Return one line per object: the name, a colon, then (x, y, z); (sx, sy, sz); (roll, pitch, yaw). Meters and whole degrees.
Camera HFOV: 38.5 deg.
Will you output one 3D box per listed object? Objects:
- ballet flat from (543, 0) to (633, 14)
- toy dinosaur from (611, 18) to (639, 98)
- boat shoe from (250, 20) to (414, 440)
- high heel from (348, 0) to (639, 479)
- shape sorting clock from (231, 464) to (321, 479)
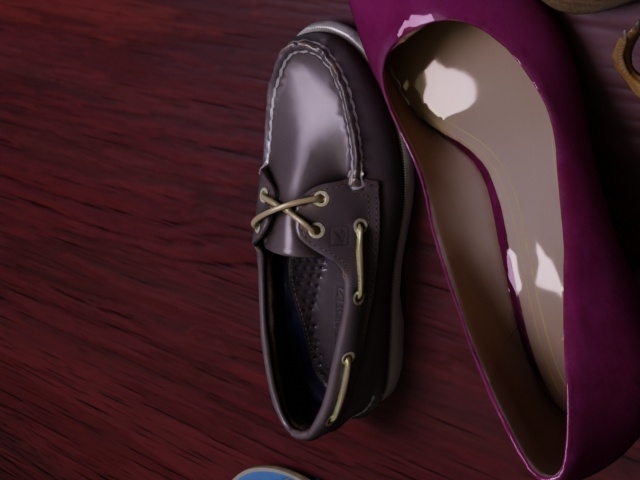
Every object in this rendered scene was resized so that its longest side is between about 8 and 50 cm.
ballet flat: (0.217, -0.220, 0.435); (0.342, 0.124, 0.116); (-27, 90, 41)
toy dinosaur: (0.223, -0.083, 0.527); (0.112, 0.064, 0.211); (41, 128, 16)
boat shoe: (0.000, 0.000, 0.707); (0.117, 0.097, 0.324); (12, 115, 33)
high heel: (0.095, -0.046, 0.560); (0.127, 0.181, 0.377); (-39, 83, 40)
shape sorting clock: (-0.020, 0.312, 0.888); (0.206, 0.040, 0.206); (15, 116, 32)
